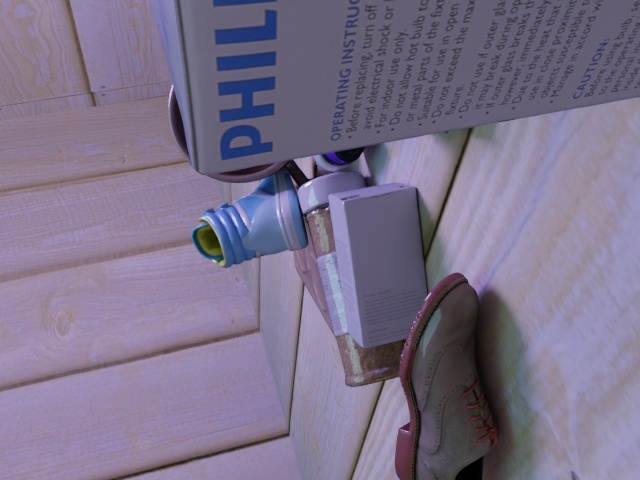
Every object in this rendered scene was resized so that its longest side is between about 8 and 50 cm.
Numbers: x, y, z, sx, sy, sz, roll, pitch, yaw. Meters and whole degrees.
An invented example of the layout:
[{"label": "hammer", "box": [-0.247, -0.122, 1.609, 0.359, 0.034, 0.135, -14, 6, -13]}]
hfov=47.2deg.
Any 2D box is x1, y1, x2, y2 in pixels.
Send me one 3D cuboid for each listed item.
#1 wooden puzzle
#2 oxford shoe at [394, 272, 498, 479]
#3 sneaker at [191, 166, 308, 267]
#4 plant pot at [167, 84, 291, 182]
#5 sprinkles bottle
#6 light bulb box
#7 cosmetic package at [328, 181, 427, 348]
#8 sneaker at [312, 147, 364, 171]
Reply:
[{"label": "wooden puzzle", "box": [0.000, 0.000, 1.567, 0.322, 0.080, 0.348, -124, 21, -60]}, {"label": "oxford shoe", "box": [0.183, 0.203, 0.946, 0.130, 0.123, 0.348, 27, 132, 39]}, {"label": "sneaker", "box": [-0.144, -0.053, 1.405, 0.319, 0.208, 0.127, -111, 5, -71]}, {"label": "plant pot", "box": [-0.128, -0.249, 1.416, 0.229, 0.262, 0.263, -36, -63, -74]}, {"label": "sprinkles bottle", "box": [0.058, 0.065, 1.255, 0.121, 0.121, 0.356, 131, 127, -74]}, {"label": "light bulb box", "box": [0.057, -0.262, 0.442, 0.225, 0.360, 0.358, 95, 159, -51]}, {"label": "cosmetic package", "box": [0.090, 0.036, 1.107, 0.085, 0.117, 0.231, -147, 47, -70]}, {"label": "sneaker", "box": [0.022, -0.269, 1.199, 0.146, 0.102, 0.294, 161, 93, -72]}]
